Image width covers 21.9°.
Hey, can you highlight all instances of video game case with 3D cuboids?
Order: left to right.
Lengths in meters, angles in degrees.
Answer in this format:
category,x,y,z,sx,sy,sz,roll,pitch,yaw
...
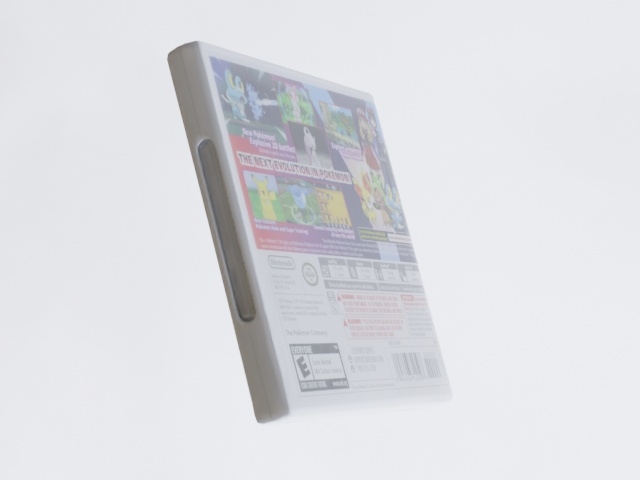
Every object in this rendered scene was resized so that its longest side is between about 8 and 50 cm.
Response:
category,x,y,z,sx,sy,sz,roll,pitch,yaw
video game case,0.000,0.000,0.845,0.023,0.201,0.183,-19,-101,25
